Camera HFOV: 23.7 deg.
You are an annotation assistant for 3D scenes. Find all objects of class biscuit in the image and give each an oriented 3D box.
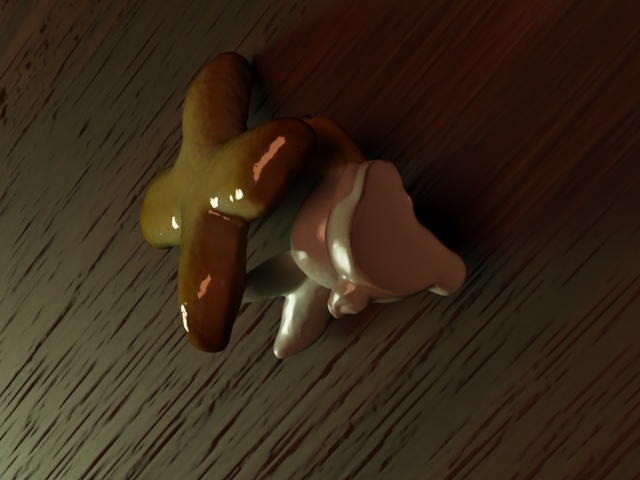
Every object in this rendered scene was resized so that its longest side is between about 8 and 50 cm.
[{"bbox_3d":[-0.072,-0.035,1.045,0.164,0.047,0.208,-67,22,14],"label":"biscuit"}]

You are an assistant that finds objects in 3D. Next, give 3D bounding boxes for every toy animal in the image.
[{"bbox_3d":[0.000,0.000,1.006,0.127,0.131,0.181,-46,14,-17],"label":"toy animal"}]
